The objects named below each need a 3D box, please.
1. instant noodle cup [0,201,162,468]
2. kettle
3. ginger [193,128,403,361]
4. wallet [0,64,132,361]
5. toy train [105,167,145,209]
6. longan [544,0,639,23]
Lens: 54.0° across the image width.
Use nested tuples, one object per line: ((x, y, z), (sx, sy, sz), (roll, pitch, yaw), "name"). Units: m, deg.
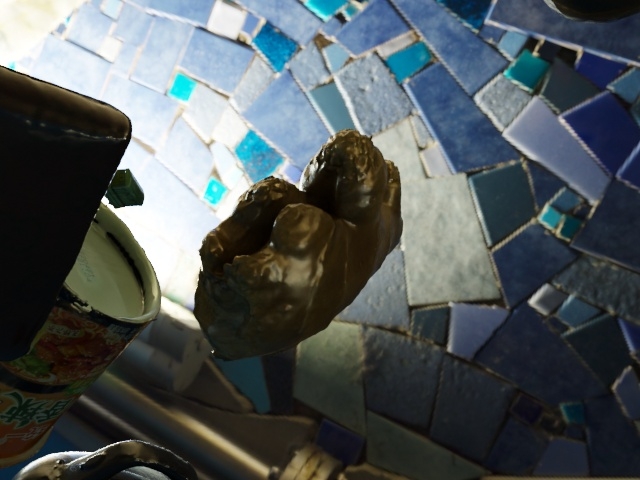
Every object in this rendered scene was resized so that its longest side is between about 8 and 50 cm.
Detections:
((-0.268, 0.057, 0.561), (0.230, 0.182, 0.230), (51, -171, -11), "instant noodle cup")
((-0.325, 0.402, 0.902), (0.251, 0.207, 0.271), (-4, 142, 28), "kettle")
((-0.001, -0.023, 0.691), (0.166, 0.236, 0.375), (5, -151, 17), "ginger")
((-0.229, -0.022, 0.299), (0.229, 0.181, 0.049), (16, -154, -40), "wallet")
((-0.313, -0.082, 0.985), (0.057, 0.038, 0.093), (-4, 159, -1), "toy train")
((0.268, -0.288, 0.567), (0.189, 0.189, 0.189), (23, -174, -3), "longan")
